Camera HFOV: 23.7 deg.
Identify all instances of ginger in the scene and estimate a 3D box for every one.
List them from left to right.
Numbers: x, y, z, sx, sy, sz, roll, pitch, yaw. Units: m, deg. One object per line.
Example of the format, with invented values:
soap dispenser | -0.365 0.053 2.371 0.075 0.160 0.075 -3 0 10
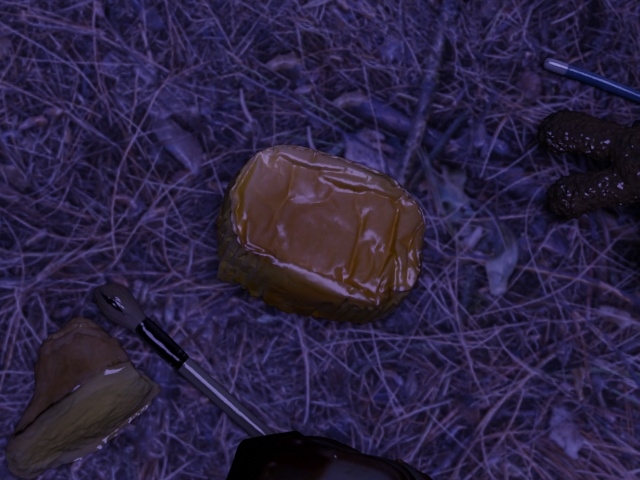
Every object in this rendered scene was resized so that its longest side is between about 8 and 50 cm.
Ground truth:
ginger | -0.302 0.179 1.760 0.193 0.115 0.122 -39 65 -5

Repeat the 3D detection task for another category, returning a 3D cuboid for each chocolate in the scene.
chocolate | 0.034 0.331 1.617 0.186 0.283 0.283 -7 79 22

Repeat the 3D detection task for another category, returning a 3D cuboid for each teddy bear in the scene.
teddy bear | 0.399 -0.087 1.871 0.251 0.129 0.182 1 85 -7

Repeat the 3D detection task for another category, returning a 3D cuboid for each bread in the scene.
bread | 0.000 0.000 1.802 0.250 0.133 0.179 16 74 -7

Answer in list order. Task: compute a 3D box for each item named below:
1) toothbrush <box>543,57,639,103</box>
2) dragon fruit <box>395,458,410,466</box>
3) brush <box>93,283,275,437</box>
toothbrush | 0.414 -0.182 1.947 0.275 0.019 0.025 21 72 -3
dragon fruit | 0.080 0.300 1.765 0.083 0.106 0.162 -25 81 -47
brush | -0.152 0.154 1.802 0.299 0.042 0.039 42 44 1
